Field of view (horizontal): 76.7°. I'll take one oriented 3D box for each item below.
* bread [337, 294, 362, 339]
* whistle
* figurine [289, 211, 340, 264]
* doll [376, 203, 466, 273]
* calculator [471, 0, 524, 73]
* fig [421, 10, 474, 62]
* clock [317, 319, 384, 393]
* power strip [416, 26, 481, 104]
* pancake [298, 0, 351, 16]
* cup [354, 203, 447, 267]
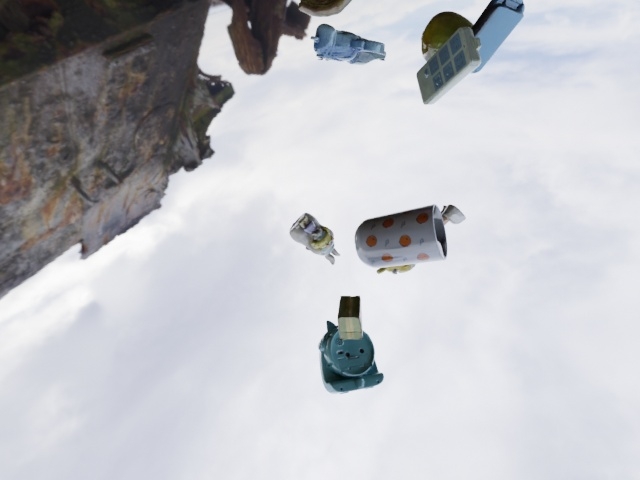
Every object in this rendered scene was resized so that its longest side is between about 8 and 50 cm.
[{"bbox_3d":[0.096,0.243,1.295,0.074,0.084,0.139,-5,-158,7],"label":"bread"},{"bbox_3d":[0.083,-0.562,1.176,0.269,0.093,0.180,-10,-152,-36],"label":"whistle"},{"bbox_3d":[0.000,0.000,1.584,0.127,0.236,0.155,-57,-166,-28],"label":"figurine"},{"bbox_3d":[0.455,-0.012,1.815,0.423,0.161,0.348,-47,167,32],"label":"doll"},{"bbox_3d":[0.559,-0.684,1.370,0.173,0.293,0.051,-9,-121,-36],"label":"calculator"},{"bbox_3d":[0.499,-0.754,1.558,0.230,0.207,0.207,31,-138,-1],"label":"fig"},{"bbox_3d":[0.103,0.422,1.512,0.224,0.094,0.273,-4,-112,-24],"label":"clock"},{"bbox_3d":[0.378,-0.517,1.224,0.046,0.117,0.270,-13,175,-19],"label":"power strip"},{"bbox_3d":[0.012,-0.678,1.005,0.212,0.235,0.029,-29,174,21],"label":"pancake"},{"bbox_3d":[0.303,-0.008,1.559,0.318,0.212,0.212,-10,-149,26],"label":"cup"}]
